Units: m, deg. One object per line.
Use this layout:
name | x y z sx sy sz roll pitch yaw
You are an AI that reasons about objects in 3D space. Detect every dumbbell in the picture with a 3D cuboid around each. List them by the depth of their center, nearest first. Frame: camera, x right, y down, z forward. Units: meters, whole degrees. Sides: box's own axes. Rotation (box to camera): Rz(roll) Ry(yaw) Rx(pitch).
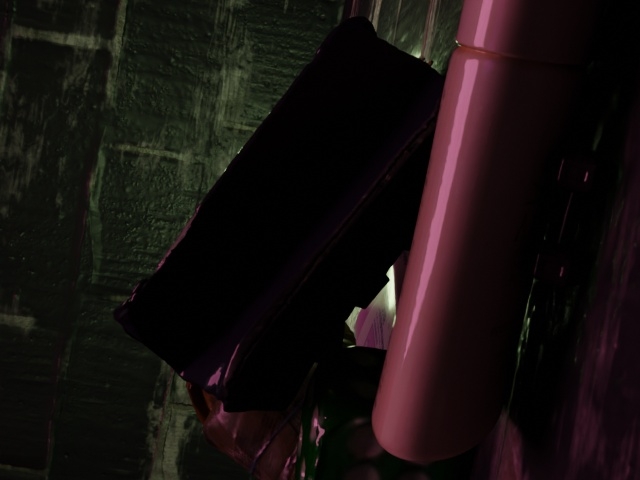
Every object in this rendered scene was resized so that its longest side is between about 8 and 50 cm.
dumbbell | 0.151 -0.014 0.579 0.036 0.040 0.083 31 115 50

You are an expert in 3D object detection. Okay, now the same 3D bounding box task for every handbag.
handbag | 0.000 0.000 0.819 0.303 0.122 0.329 -52 -14 -2

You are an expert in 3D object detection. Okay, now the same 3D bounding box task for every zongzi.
zongzi | 0.040 0.238 1.100 0.251 0.274 0.125 -19 -38 -51

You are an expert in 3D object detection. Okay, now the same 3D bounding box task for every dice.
dice | 0.050 0.174 0.817 0.120 0.131 0.128 -95 17 -71

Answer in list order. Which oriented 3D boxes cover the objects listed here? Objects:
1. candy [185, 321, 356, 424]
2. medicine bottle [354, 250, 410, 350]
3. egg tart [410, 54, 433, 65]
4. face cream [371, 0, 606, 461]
candy | -0.063 0.193 1.361 0.118 0.260 0.260 -71 -7 -72
medicine bottle | 0.083 0.100 1.055 0.201 0.052 0.171 -90 11 -52
egg tart | 0.065 -0.094 1.229 0.315 0.120 0.315 -170 90 -86
face cream | 0.115 -0.039 0.633 0.173 0.081 0.348 -20 -55 -64
